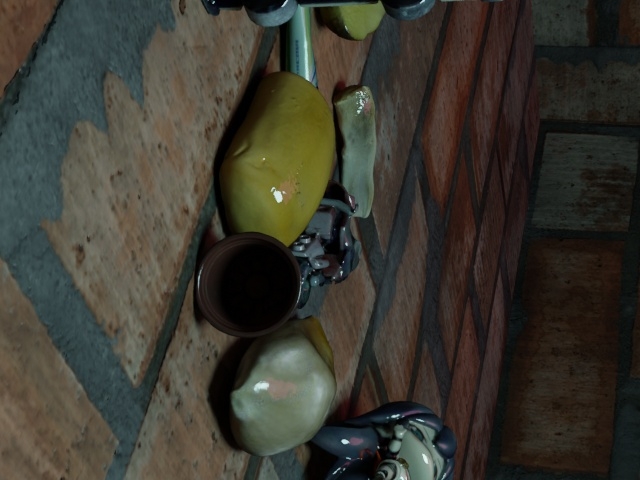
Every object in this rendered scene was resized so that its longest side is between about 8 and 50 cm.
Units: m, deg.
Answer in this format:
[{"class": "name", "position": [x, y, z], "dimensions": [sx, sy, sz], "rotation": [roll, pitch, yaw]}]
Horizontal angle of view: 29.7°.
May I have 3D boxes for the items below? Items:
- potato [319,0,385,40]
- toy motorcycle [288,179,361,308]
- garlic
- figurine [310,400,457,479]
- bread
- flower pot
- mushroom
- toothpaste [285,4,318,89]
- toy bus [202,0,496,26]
[{"class": "potato", "position": [0.028, -0.306, 1.575], "dimensions": [0.096, 0.066, 0.103], "rotation": [53, 47, -29]}, {"class": "toy motorcycle", "position": [0.001, 0.000, 1.504], "dimensions": [0.213, 0.082, 0.122], "rotation": [-52, 143, -64]}, {"class": "garlic", "position": [-0.036, 0.170, 1.414], "dimensions": [0.318, 0.112, 0.143], "rotation": [-51, 139, -80]}, {"class": "figurine", "position": [0.087, 0.319, 1.670], "dimensions": [0.265, 0.197, 0.175], "rotation": [-3, 97, -53]}, {"class": "bread", "position": [-0.039, -0.087, 1.341], "dimensions": [0.147, 0.098, 0.217], "rotation": [81, 22, -46]}, {"class": "flower pot", "position": [-0.071, 0.046, 1.267], "dimensions": [0.089, 0.111, 0.111], "rotation": [24, 69, -86]}, {"class": "mushroom", "position": [0.050, -0.125, 1.705], "dimensions": [0.054, 0.059, 0.202], "rotation": [-131, -147, -58]}, {"class": "toothpaste", "position": [-0.022, -0.198, 1.460], "dimensions": [0.075, 0.048, 0.296], "rotation": [-68, 157, -79]}, {"class": "toy bus", "position": [0.028, -0.321, 1.158], "dimensions": [0.143, 0.306, 0.179], "rotation": [61, 33, -59]}]
